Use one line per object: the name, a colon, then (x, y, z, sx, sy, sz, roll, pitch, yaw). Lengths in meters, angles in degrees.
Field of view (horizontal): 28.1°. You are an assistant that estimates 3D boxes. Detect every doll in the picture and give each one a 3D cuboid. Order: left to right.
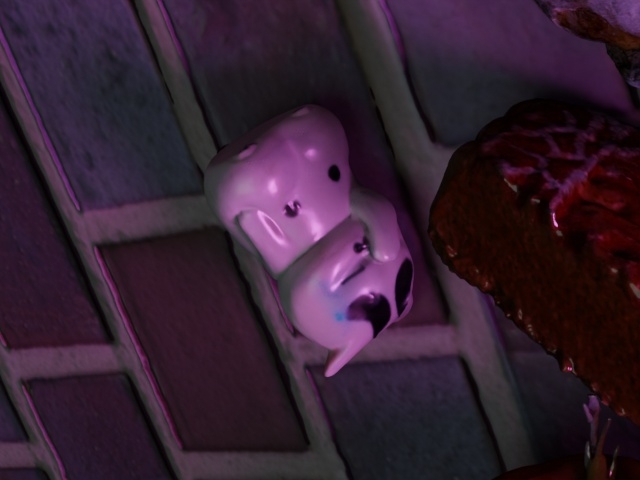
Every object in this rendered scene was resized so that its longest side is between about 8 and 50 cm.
doll: (-0.003, -0.006, 0.899, 0.181, 0.110, 0.107, 54, 152, -1)

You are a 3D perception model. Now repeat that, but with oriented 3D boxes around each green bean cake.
green bean cake: (0.174, 0.013, 0.733, 0.232, 0.198, 0.097, 32, 129, 20)

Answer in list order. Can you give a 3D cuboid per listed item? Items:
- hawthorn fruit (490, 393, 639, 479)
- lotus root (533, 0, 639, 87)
hawthorn fruit: (0.177, 0.232, 0.865, 0.211, 0.211, 0.299, 11, 113, 29)
lotus root: (0.157, -0.168, 0.701, 0.113, 0.088, 0.192, 2, 135, 42)
